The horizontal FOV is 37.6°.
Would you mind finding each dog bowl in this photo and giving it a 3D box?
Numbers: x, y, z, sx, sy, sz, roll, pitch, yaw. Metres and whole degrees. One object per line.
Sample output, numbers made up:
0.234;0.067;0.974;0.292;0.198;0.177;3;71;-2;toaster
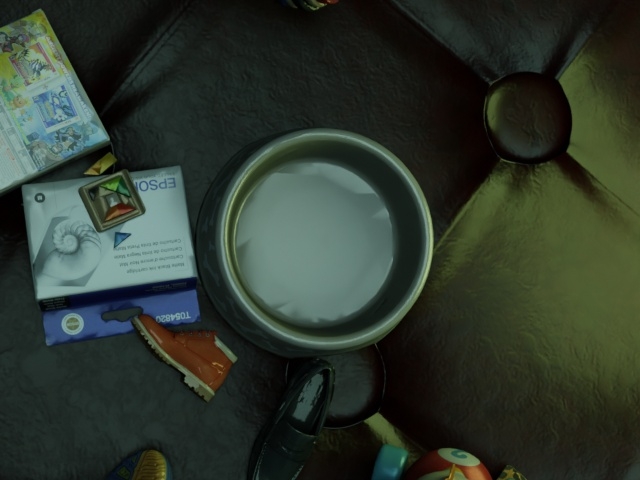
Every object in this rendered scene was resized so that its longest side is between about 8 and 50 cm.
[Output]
0.000;0.000;1.330;0.348;0.102;0.349;1;85;-11;dog bowl

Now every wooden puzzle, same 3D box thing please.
-0.283;-0.056;1.273;0.078;0.014;0.116;-32;88;-13;wooden puzzle

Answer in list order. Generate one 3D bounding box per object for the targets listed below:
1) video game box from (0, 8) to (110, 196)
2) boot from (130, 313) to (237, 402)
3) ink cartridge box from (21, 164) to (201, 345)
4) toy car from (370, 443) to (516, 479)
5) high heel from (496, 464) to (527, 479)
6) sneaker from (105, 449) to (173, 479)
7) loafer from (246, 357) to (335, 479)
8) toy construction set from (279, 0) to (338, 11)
-0.418;-0.185;1.287;0.187;0.048;0.205;-27;91;-9;video game box
-0.189;0.143;1.305;0.158;0.059;0.084;44;76;-14;boot
-0.286;0.020;1.298;0.223;0.045;0.224;-9;87;-12;ink cartridge box
0.163;0.346;1.221;0.219;0.238;0.210;14;59;11;toy car
0.189;0.426;1.365;0.261;0.093;0.186;-5;58;4;high heel
-0.242;0.434;1.256;0.131;0.112;0.296;36;58;-48;sneaker
-0.041;0.268;1.310;0.076;0.078;0.223;26;81;-8;loafer
0.002;-0.489;1.282;0.257;0.309;0.237;44;74;-13;toy construction set
